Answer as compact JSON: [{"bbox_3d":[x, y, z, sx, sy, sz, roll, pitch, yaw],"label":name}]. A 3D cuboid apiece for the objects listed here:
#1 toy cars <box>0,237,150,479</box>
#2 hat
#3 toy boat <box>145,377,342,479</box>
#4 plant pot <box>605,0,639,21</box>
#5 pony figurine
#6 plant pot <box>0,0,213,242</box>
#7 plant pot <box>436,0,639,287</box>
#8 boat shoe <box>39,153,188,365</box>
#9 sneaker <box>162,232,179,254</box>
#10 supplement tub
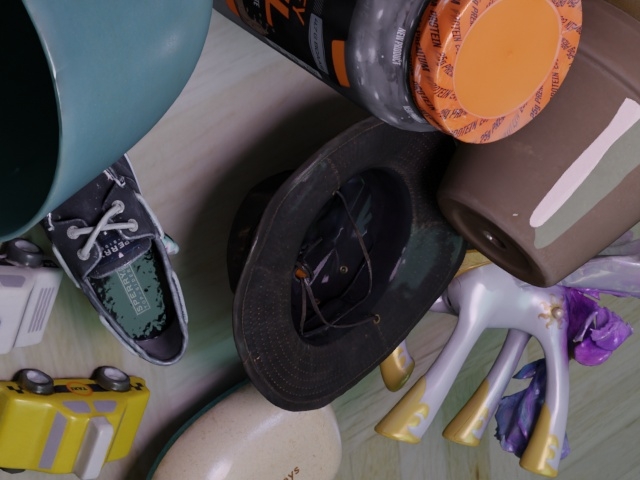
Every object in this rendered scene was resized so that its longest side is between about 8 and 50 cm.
[{"bbox_3d":[-0.271,0.124,1.718,0.176,0.087,0.394,-42,139,-13],"label":"toy cars"},{"bbox_3d":[0.000,0.000,1.846,0.331,0.134,0.331,-25,127,-38],"label":"hat"},{"bbox_3d":[-0.087,0.296,1.996,0.267,0.148,0.318,-36,130,-27],"label":"toy boat"},{"bbox_3d":[0.473,-0.270,2.018,0.237,0.254,0.237,-23,131,-30],"label":"plant pot"},{"bbox_3d":[0.237,0.065,2.028,0.351,0.303,0.364,16,93,-22],"label":"pony figurine"},{"bbox_3d":[-0.223,-0.177,1.409,0.235,0.293,0.293,-34,139,-43],"label":"plant pot"},{"bbox_3d":[0.240,-0.082,1.828,0.229,0.263,0.263,-50,140,-10],"label":"plant pot"},{"bbox_3d":[-0.197,-0.008,1.653,0.108,0.102,0.301,-28,125,-10],"label":"boat shoe"},{"bbox_3d":[-0.187,0.014,1.762,0.098,0.038,0.069,22,103,-39],"label":"sneaker"},{"bbox_3d":[0.050,-0.227,1.578,0.207,0.338,0.207,-24,132,-30],"label":"supplement tub"}]
